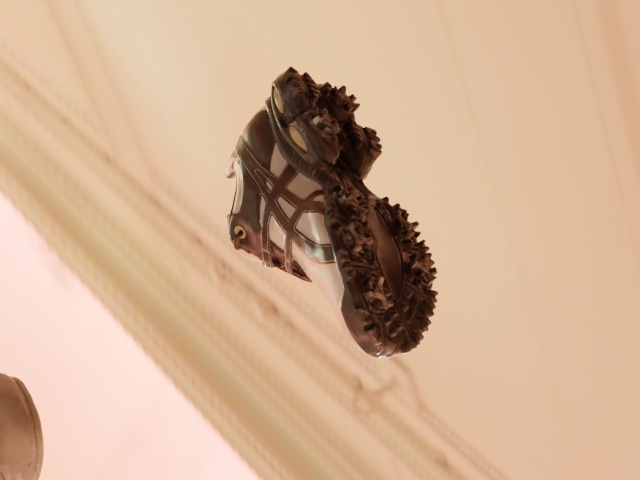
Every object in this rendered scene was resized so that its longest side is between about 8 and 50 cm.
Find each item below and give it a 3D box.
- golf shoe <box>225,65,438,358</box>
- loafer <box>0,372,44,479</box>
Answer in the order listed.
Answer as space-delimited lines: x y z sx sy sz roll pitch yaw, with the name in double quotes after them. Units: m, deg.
0.000 0.000 0.944 0.094 0.077 0.198 -43 -138 26 "golf shoe"
-0.281 0.176 0.968 0.319 0.111 0.112 -40 -120 25 "loafer"
